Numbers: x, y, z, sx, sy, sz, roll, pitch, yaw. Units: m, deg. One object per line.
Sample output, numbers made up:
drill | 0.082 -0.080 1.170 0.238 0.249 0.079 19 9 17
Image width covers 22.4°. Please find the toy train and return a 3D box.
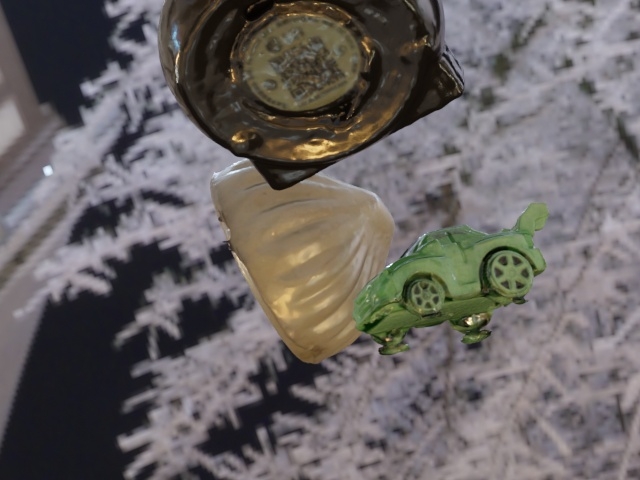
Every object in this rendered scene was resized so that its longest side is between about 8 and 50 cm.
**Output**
toy train | 0.095 0.026 1.163 0.149 0.099 0.081 -7 -108 -20

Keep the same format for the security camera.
security camera | -0.021 -0.203 1.183 0.197 0.191 0.277 -27 -143 17

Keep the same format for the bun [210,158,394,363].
bun | 0.000 0.000 1.891 0.175 0.263 0.263 -27 -148 5
